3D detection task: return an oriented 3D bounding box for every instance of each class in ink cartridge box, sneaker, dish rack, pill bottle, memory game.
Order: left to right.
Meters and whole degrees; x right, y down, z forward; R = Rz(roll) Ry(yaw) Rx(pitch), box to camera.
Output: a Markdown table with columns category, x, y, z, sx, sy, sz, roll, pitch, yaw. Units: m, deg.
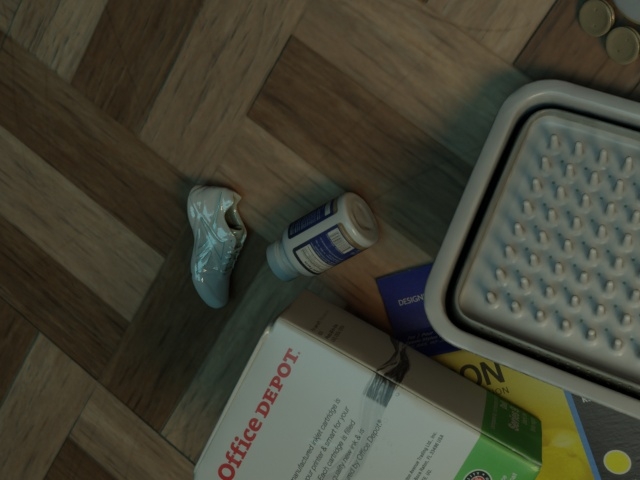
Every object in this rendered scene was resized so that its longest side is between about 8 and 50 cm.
| category | x | y | z | sx | sy | sz | roll | pitch | yaw |
| --- | --- | --- | --- | --- | --- | --- | --- | --- | --- |
| sneaker | -0.120 | 0.009 | 1.149 | 0.061 | 0.053 | 0.152 | 2 | 105 | 21 |
| pill bottle | 0.000 | 0.000 | 1.084 | 0.120 | 0.067 | 0.067 | -29 | 92 | 28 |
| ink cartridge box | 0.048 | 0.212 | 0.985 | 0.289 | 0.121 | 0.211 | 30 | 108 | 5 |
| ink cartridge box | 0.228 | 0.157 | 1.023 | 0.303 | 0.072 | 0.307 | -17 | 100 | 30 |
| dish rack | 0.290 | 0.018 | 0.901 | 0.332 | 0.072 | 0.286 | 21 | 79 | 18 |
| memory game | 0.299 | -0.240 | 0.868 | 0.186 | 0.012 | 0.186 | 30 | 132 | 38 |
